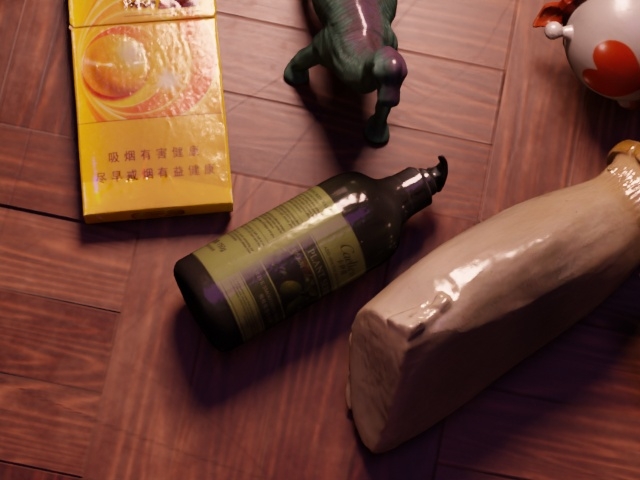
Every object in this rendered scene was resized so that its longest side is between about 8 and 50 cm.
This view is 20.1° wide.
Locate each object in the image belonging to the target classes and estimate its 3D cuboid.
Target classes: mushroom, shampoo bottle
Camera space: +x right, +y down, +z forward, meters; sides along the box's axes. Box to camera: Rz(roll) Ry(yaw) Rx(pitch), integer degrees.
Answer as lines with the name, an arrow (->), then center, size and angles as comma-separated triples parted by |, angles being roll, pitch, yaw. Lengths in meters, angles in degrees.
mushroom -> 0.186, 0.037, 1.739 | 0.407, 0.154, 0.137 | -36, 38, -14
shampoo bottle -> 0.000, 0.000, 1.761 | 0.283, 0.101, 0.101 | -29, 78, -11

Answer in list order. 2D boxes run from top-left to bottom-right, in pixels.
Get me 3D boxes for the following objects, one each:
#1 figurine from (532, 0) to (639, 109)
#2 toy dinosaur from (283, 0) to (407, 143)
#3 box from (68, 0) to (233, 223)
figurine -> 0.322, -0.188, 1.794 | 0.226, 0.183, 0.160 | 30, 72, 9
toy dinosaur -> 0.037, -0.264, 1.720 | 0.129, 0.331, 0.384 | -3, 76, -6
box -> -0.173, -0.154, 1.825 | 0.152, 0.043, 0.269 | -4, 74, -5
